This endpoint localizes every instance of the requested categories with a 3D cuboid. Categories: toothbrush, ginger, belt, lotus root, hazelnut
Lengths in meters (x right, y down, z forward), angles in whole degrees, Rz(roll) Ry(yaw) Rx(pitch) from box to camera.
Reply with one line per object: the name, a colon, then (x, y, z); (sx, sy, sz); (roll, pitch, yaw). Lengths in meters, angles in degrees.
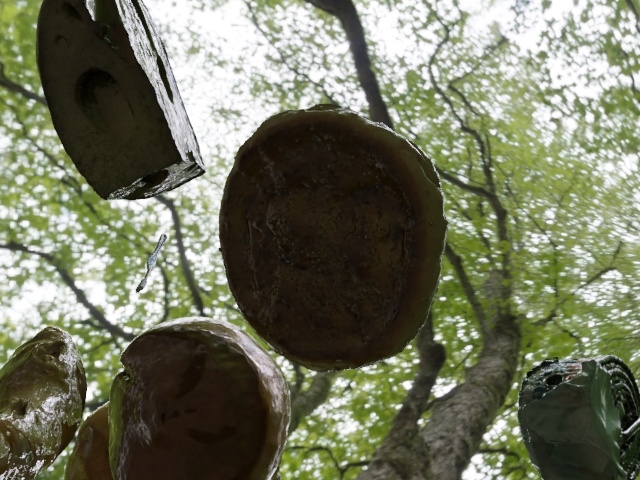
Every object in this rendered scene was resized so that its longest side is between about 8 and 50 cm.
toothbrush: (-0.247, 0.028, 0.949); (0.017, 0.014, 0.162); (-38, -158, 21)
ginger: (-0.239, 0.137, 0.505); (0.086, 0.294, 0.131); (19, -100, -9)
belt: (0.428, 0.290, 1.037); (0.150, 0.257, 0.207); (-15, -97, 40)
lotus root: (-0.281, -0.206, 0.875); (0.141, 0.210, 0.314); (-17, -78, 6)
hazelnut: (-0.199, 0.308, 1.120); (0.315, 0.372, 0.373); (-2, -94, 19)

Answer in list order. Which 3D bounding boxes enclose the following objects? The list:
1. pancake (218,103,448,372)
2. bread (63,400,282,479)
pancake: (0.000, 0.000, 0.372); (0.158, 0.028, 0.158); (4, -81, 27)
bread: (-0.325, 0.486, 1.339); (0.361, 0.394, 0.250); (39, -51, 22)
